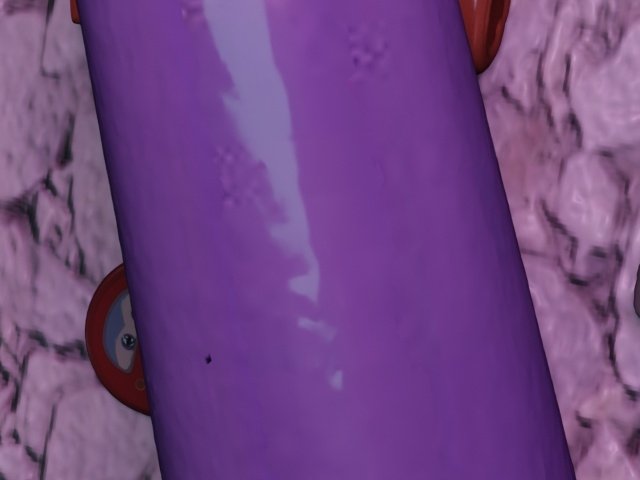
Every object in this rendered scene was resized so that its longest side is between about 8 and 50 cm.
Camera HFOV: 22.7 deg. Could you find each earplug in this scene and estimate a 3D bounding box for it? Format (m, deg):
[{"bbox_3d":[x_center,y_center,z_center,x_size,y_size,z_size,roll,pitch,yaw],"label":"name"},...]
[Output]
[{"bbox_3d":[0.000,0.000,0.775,0.215,0.215,0.456,-8,104,16],"label":"earplug"}]

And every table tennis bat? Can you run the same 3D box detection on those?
[{"bbox_3d":[-0.071,0.067,0.943,0.154,0.019,0.098,23,101,15],"label":"table tennis bat"}]

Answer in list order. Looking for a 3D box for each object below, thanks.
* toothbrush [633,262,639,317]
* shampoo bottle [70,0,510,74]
[{"bbox_3d":[0.205,-0.100,0.844,0.030,0.030,0.297,11,97,23],"label":"toothbrush"},{"bbox_3d":[-0.019,-0.147,0.874,0.244,0.085,0.085,9,98,15],"label":"shampoo bottle"}]
